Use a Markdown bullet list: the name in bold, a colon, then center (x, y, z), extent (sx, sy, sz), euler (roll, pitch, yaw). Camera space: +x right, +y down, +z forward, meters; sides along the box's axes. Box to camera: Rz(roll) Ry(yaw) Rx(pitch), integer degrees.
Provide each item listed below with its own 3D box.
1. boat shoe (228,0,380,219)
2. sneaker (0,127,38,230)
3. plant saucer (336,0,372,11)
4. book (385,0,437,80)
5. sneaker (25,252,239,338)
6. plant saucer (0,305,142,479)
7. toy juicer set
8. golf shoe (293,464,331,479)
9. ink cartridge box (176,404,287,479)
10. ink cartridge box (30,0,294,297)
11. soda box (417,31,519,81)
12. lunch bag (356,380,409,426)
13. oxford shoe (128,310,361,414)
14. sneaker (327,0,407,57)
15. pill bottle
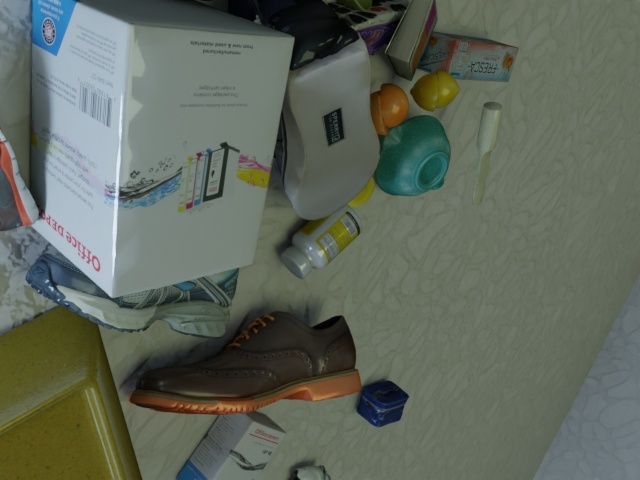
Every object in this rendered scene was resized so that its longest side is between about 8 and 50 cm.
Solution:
- **boat shoe**: center (-0.018, -0.164, 0.777), extent (0.127, 0.158, 0.340), euler (-25, 157, -12)
- **sneaker**: center (-0.301, -0.065, 0.579), extent (0.065, 0.061, 0.158), euler (-30, 134, -24)
- **plant saucer**: center (-0.003, -0.338, 0.650), extent (0.241, 0.037, 0.241), euler (-13, 90, -73)
- **book**: center (0.128, -0.274, 0.895), extent (0.096, 0.035, 0.144), euler (-66, 171, 7)
- **sneaker**: center (-0.193, 0.030, 0.743), extent (0.283, 0.110, 0.122), euler (19, 92, -61)
- **plant saucer**: center (-0.325, 0.278, 0.689), extent (0.333, 0.081, 0.333), euler (-30, 122, -41)
- **toy juicer set**: center (0.154, -0.155, 0.999), extent (0.329, 0.089, 0.209), euler (-3, 124, -38)
- **golf shoe**: center (-0.052, 0.497, 1.255), extent (0.086, 0.069, 0.176), euler (22, 95, -32)
- **ink cartridge box**: center (-0.125, 0.317, 1.035), extent (0.180, 0.060, 0.104), euler (-55, 142, -5)
- **ink cartridge box**: center (-0.156, -0.097, 0.626), extent (0.168, 0.171, 0.233), euler (-12, 124, -44)
- **soda box**: center (0.227, -0.280, 1.027), extent (0.183, 0.063, 0.058), euler (-10, 122, -44)
- **lunch bag**: center (0.120, 0.314, 1.306), extent (0.098, 0.067, 0.065), euler (-3, 116, -46)
- **oxford shoe**: center (-0.099, 0.170, 0.948), extent (0.363, 0.130, 0.133), euler (2, 80, -42)
- **sneaker**: center (0.050, -0.258, 0.840), extent (0.170, 0.068, 0.071), euler (-22, 135, -40)
- **pill bottle**: center (0.000, 0.000, 0.957), extent (0.116, 0.065, 0.065), euler (-42, 140, -21)
